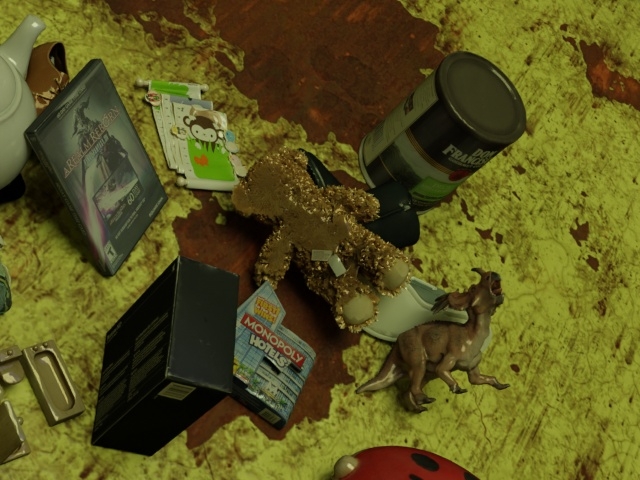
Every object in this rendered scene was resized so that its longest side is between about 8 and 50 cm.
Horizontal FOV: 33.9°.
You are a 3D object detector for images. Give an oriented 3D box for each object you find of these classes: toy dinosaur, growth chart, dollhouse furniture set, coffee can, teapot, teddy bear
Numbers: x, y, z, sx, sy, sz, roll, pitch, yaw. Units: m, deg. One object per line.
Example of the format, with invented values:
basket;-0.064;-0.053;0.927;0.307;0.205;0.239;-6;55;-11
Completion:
toy dinosaur;0.199;0.177;1.802;0.127;0.295;0.200;30;43;-66
growth chart;-0.219;-0.186;1.862;0.171;0.021;0.237;-8;68;-40
dollhouse furniture set;-0.385;0.201;1.418;0.151;0.123;0.144;-17;73;-41
coffee can;0.230;-0.202;2.019;0.201;0.275;0.202;18;53;-26
teapot;-0.510;-0.190;1.472;0.252;0.187;0.256;1;61;-30
teddy bear;0.000;0.000;1.790;0.337;0.113;0.245;27;87;2

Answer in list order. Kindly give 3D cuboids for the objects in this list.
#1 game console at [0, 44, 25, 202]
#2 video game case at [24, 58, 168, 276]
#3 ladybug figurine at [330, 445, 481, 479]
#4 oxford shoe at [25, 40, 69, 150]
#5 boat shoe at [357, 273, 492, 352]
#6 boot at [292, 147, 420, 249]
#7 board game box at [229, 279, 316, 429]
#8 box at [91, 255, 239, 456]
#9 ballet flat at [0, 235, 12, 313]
game console;-0.556;-0.214;1.620;0.213;0.044;0.361;-20;76;-42
video game case;-0.335;-0.111;1.613;0.196;0.026;0.274;-62;143;-43
ladybug figurine;0.201;0.485;1.634;0.449;0.162;0.305;40;47;-8
oxford shoe;-0.438;-0.233;1.683;0.076;0.076;0.212;34;42;-55
boat shoe;0.157;0.121;1.902;0.319;0.116;0.099;21;16;-18
boot;0.062;-0.076;1.940;0.207;0.094;0.247;-24;84;-39
board game box;-0.094;0.170;1.695;0.194;0.060;0.194;37;48;-11
box;-0.218;0.167;1.466;0.103;0.261;0.184;17;54;-27
ballet flat;-0.483;0.024;1.515;0.070;0.070;0.189;1;63;-35
